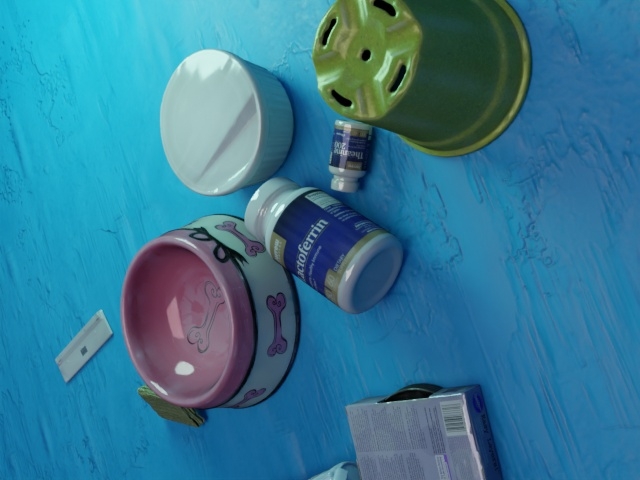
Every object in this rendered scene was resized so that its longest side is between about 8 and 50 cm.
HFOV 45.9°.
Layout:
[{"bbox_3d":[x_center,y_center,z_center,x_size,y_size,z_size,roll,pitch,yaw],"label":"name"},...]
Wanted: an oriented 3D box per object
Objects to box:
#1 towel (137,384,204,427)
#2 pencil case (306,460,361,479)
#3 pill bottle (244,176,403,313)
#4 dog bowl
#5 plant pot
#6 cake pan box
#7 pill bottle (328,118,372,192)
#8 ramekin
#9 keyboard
[{"bbox_3d":[-0.327,0.361,1.654,0.148,0.027,0.110,-1,133,40],"label":"towel"},{"bbox_3d":[-0.022,0.500,1.408,0.273,0.113,0.124,-32,96,35],"label":"pencil case"},{"bbox_3d":[0.000,0.000,1.315,0.264,0.153,0.153,34,114,31],"label":"pill bottle"},{"bbox_3d":[-0.242,0.153,1.522,0.408,0.150,0.408,5,98,37],"label":"dog bowl"},{"bbox_3d":[0.132,-0.263,1.119,0.276,0.254,0.276,4,97,38],"label":"plant pot"},{"bbox_3d":[0.177,0.378,1.271,0.245,0.070,0.267,-18,84,36],"label":"cake pan box"},{"bbox_3d":[0.050,-0.146,1.313,0.067,0.067,0.120,17,105,36],"label":"pill bottle"},{"bbox_3d":[-0.170,-0.220,1.441,0.273,0.127,0.273,4,96,38],"label":"ramekin"},{"bbox_3d":[-0.596,0.268,1.899,0.256,0.014,0.072,-43,74,33],"label":"keyboard"}]
